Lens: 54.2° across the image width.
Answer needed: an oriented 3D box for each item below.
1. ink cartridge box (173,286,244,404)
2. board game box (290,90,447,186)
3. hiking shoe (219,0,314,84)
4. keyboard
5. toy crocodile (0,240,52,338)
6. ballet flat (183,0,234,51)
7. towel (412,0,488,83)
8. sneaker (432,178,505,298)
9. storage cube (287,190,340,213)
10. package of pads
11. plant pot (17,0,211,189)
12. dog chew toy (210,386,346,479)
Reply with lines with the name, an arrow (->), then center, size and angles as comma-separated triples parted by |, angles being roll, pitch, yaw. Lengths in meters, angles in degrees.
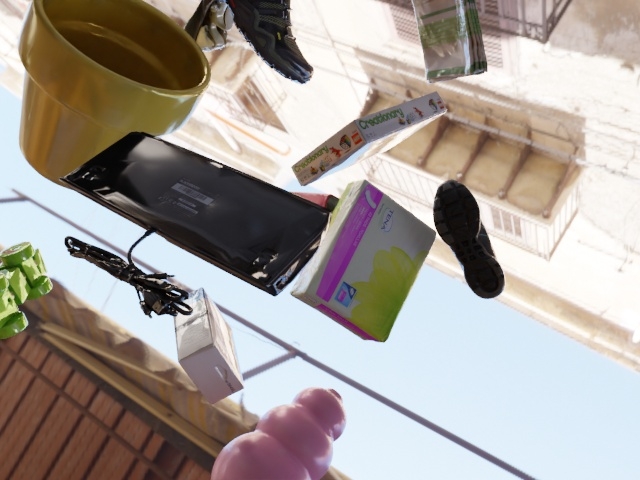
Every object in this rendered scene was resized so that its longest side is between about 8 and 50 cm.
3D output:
ink cartridge box -> -0.243, 0.222, 1.336 | 0.086, 0.148, 0.203 | -26, -147, 0
board game box -> 0.104, -0.208, 1.266 | 0.193, 0.305, 0.053 | -30, -91, 44
hiking shoe -> -0.065, -0.313, 0.816 | 0.114, 0.227, 0.086 | -38, -160, 4
keyboard -> -0.159, -0.017, 0.656 | 0.317, 0.033, 0.201 | 24, -128, 29
toy crocodile -> -0.636, 0.101, 1.256 | 0.105, 0.115, 0.340 | -13, -154, 5
ballet flat -> -0.177, -0.364, 1.038 | 0.203, 0.074, 0.074 | -44, -132, 46
towel -> 0.140, -0.262, 0.727 | 0.023, 0.152, 0.113 | -21, -165, -21
sneaker -> 0.314, -0.002, 1.349 | 0.101, 0.106, 0.267 | -20, -90, 14
storage cube -> 0.000, 0.000, 1.523 | 0.193, 0.215, 0.183 | 9, -103, 50
package of pads -> 0.103, 0.047, 1.349 | 0.296, 0.229, 0.101 | -62, -160, -18
plant pot -> -0.326, -0.210, 0.922 | 0.239, 0.254, 0.254 | -49, -127, 32
dog chew toy -> -0.070, 0.442, 1.310 | 0.206, 0.206, 0.332 | 28, -124, 28
